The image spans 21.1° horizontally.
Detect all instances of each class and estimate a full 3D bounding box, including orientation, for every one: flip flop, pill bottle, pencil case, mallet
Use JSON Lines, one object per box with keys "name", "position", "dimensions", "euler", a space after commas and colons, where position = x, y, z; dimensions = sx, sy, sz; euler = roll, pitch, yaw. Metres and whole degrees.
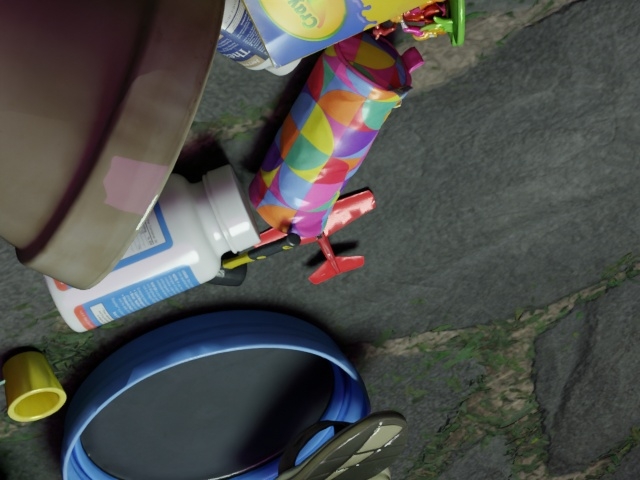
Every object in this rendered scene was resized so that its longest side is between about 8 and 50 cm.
{"name": "flip flop", "position": [0.000, 0.269, 2.128], "dimensions": [0.112, 0.080, 0.277], "euler": [6, 148, -34]}
{"name": "pill bottle", "position": [-0.181, 0.003, 1.830], "dimensions": [0.221, 0.124, 0.124], "euler": [-21, 140, 2]}
{"name": "pencil case", "position": [0.013, -0.111, 1.807], "dimensions": [0.104, 0.104, 0.236], "euler": [10, 133, -31]}
{"name": "mallet", "position": [-0.070, 0.019, 1.897], "dimensions": [0.062, 0.039, 0.189], "euler": [13, 162, -37]}
{"name": "pill bottle", "position": [-0.073, -0.208, 1.684], "dimensions": [0.067, 0.067, 0.120], "euler": [-42, 135, 23]}

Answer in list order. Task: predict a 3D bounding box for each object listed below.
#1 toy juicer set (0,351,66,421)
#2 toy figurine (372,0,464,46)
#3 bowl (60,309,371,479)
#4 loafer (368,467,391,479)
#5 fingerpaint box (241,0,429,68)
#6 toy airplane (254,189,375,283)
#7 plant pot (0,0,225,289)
{"name": "toy juicer set", "position": [-0.466, 0.234, 1.976], "dimensions": [0.329, 0.089, 0.209], "euler": [-37, 148, 22]}
{"name": "toy figurine", "position": [0.057, -0.243, 1.693], "dimensions": [0.159, 0.130, 0.173], "euler": [-4, 164, 1]}
{"name": "bowl", "position": [-0.133, 0.231, 2.140], "dimensions": [0.391, 0.077, 0.391], "euler": [-12, 139, -10]}
{"name": "loafer", "position": [-0.025, 0.376, 2.332], "dimensions": [0.268, 0.092, 0.102], "euler": [-21, 140, 1]}
{"name": "fingerpaint box", "position": [0.038, -0.408, 1.435], "dimensions": [0.371, 0.163, 0.445], "euler": [-24, 139, 3]}
{"name": "toy airplane", "position": [0.000, 0.000, 1.975], "dimensions": [0.151, 0.028, 0.151], "euler": [-10, 139, -9]}
{"name": "plant pot", "position": [-0.275, -0.155, 1.514], "dimensions": [0.280, 0.323, 0.323], "euler": [24, 125, -18]}
